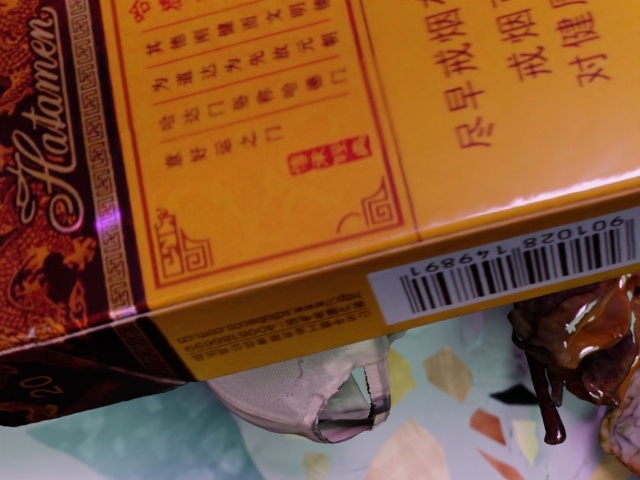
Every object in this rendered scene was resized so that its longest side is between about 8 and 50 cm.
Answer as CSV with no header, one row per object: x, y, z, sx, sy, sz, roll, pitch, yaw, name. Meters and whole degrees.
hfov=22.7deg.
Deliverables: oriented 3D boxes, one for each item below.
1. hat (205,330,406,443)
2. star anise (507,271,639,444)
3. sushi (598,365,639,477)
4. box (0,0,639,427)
0.006,-0.006,1.030,0.161,0.232,0.275,23,62,2,hat
0.190,0.007,1.146,0.220,0.126,0.190,-50,148,-33,star anise
0.336,0.092,1.189,0.139,0.184,0.274,45,67,-19,sushi
-0.025,-0.073,0.889,0.415,0.116,0.264,-16,64,5,box
